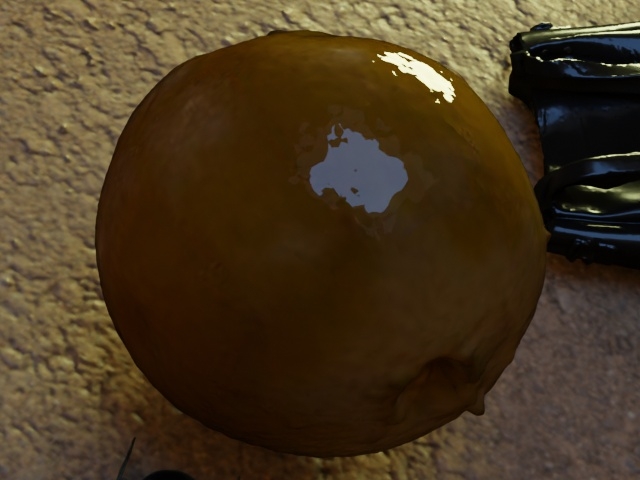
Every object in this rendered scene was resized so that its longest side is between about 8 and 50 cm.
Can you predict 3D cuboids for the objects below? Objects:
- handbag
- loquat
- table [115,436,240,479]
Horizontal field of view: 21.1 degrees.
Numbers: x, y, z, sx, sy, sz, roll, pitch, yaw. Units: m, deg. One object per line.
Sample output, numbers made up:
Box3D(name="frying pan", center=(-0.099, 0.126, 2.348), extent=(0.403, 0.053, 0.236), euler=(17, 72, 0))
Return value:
Box3D(name="handbag", center=(0.302, -0.091, 1.545), extent=(0.257, 0.113, 0.285), euler=(2, 53, -7))
Box3D(name="loquat", center=(0.000, 0.000, 1.238), extent=(0.328, 0.328, 0.328), euler=(9, 51, -11))
Box3D(name="table", center=(-0.089, 0.225, 1.202), extent=(0.146, 0.062, 0.175), euler=(20, 53, -1))
